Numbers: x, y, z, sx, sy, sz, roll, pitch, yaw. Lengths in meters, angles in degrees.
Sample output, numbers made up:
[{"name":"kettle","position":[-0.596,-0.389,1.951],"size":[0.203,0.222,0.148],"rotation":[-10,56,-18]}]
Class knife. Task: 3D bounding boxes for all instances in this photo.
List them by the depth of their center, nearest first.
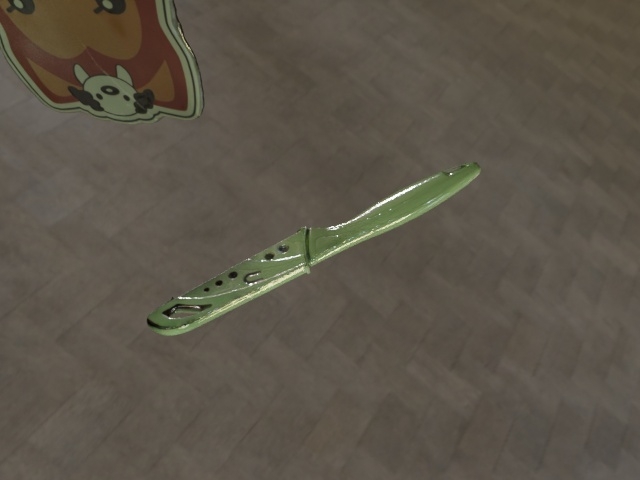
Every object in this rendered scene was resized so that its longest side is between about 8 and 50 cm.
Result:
[{"name":"knife","position":[0.000,0.001,0.716],"size":[0.293,0.020,0.043],"rotation":[-28,45,-15]}]

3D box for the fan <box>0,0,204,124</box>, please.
[{"name":"fan","position":[-0.139,-0.139,0.475],"size":[0.132,0.220,0.009],"rotation":[5,53,19]}]
